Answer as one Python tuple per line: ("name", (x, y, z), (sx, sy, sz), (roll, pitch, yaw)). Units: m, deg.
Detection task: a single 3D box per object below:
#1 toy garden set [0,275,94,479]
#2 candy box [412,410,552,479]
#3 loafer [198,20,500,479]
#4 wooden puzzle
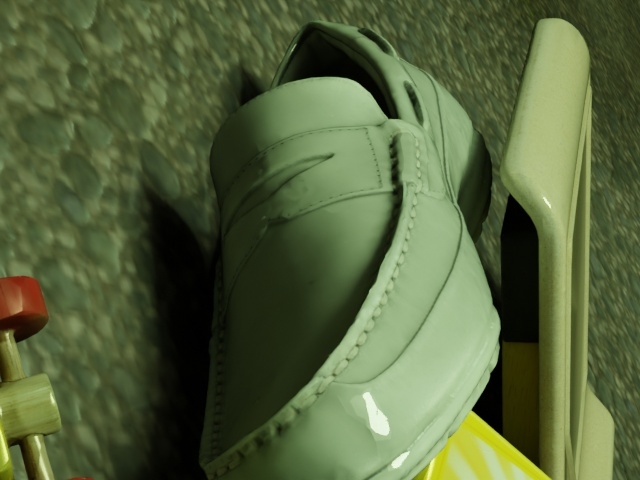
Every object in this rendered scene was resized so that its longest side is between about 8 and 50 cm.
("toy garden set", (-0.107, 0.102, 0.318), (0.244, 0.049, 0.204), (12, 54, -59))
("candy box", (0.084, 0.151, 0.619), (0.206, 0.027, 0.105), (41, 54, -38))
("loafer", (0.000, 0.000, 0.582), (0.111, 0.112, 0.319), (49, 18, -13))
("wooden puzzle", (0.108, 0.038, 0.748), (0.221, 0.044, 0.239), (-66, 150, -62))
